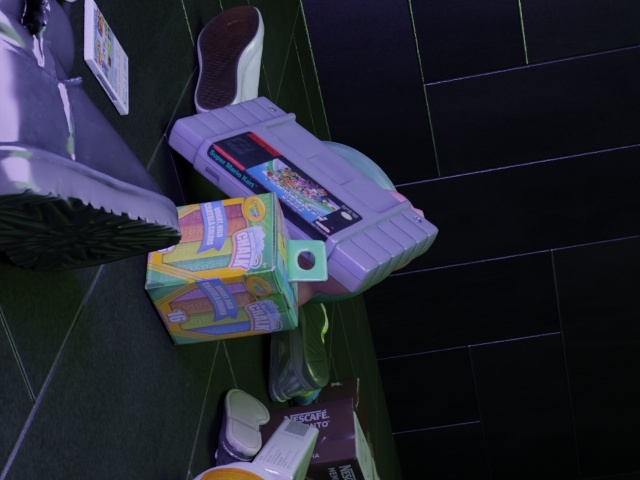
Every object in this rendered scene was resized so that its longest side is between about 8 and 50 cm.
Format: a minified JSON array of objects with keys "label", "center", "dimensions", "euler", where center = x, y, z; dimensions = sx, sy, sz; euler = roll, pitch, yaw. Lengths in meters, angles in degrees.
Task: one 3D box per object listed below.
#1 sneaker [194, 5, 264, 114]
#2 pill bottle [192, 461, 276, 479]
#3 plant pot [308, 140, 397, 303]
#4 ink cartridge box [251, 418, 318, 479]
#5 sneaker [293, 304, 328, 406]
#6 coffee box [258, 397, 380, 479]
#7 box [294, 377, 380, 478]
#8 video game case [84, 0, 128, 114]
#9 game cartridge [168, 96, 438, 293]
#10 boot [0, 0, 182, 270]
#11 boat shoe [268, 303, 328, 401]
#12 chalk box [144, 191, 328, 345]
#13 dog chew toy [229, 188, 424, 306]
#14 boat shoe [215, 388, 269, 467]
[{"label":"sneaker","center":[-0.153,-0.273,1.886],"dimensions":[0.123,0.106,0.290],"euler":[78,18,-48]},{"label":"pill bottle","center":[-0.109,0.334,1.268],"dimensions":[0.246,0.136,0.136],"euler":[-40,120,-81]},{"label":"plant pot","center":[-0.020,-0.005,1.984],"dimensions":[0.196,0.293,0.293],"euler":[-40,124,-51]},{"label":"ink cartridge box","center":[-0.081,0.422,1.657],"dimensions":[0.296,0.066,0.261],"euler":[-19,125,-82]},{"label":"sneaker","center":[-0.035,0.229,2.237],"dimensions":[0.240,0.091,0.126],"euler":[-81,174,-49]},{"label":"coffee box","center":[0.007,0.410,1.943],"dimensions":[0.297,0.168,0.118],"euler":[73,10,-48]},{"label":"box","center":[0.046,0.493,2.265],"dimensions":[0.191,0.143,0.381],"euler":[-79,160,-68]},{"label":"video game case","center":[-0.255,-0.218,1.338],"dimensions":[0.122,0.011,0.087],"euler":[67,16,-62]},{"label":"game cartridge","center":[-0.023,-0.078,1.602],"dimensions":[0.230,0.355,0.068],"euler":[-23,147,-58]},{"label":"boot","center":[-0.249,-0.214,0.959],"dimensions":[0.367,0.146,0.445],"euler":[53,24,-78]},{"label":"boat shoe","center":[-0.056,0.168,2.109],"dimensions":[0.118,0.103,0.320],"euler":[50,19,-37]},{"label":"chalk box","center":[-0.099,0.034,1.422],"dimensions":[0.132,0.213,0.132],"euler":[72,11,-48]},{"label":"dog chew toy","center":[0.000,0.000,1.760],"dimensions":[0.206,0.332,0.206],"euler":[-10,90,-83]},{"label":"boat shoe","center":[-0.122,0.277,1.627],"dimensions":[0.065,0.075,0.206],"euler":[-57,-173,11]}]
